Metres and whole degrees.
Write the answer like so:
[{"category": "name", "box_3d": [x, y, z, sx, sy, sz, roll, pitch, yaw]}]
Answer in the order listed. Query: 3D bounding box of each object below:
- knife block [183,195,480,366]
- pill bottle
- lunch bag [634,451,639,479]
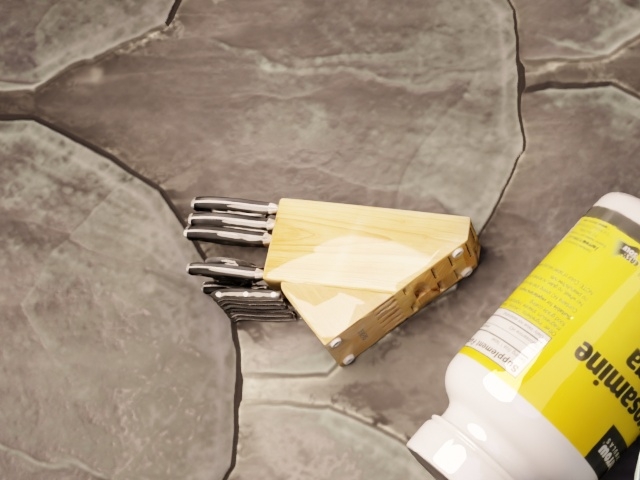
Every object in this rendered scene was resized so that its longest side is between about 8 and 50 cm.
[{"category": "knife block", "box_3d": [0.000, 0.000, 1.915, 0.276, 0.088, 0.242, -36, 67, -2]}, {"category": "pill bottle", "box_3d": [0.248, 0.129, 1.757, 0.188, 0.188, 0.334, 40, 83, 23]}, {"category": "lunch bag", "box_3d": [0.413, 0.285, 1.641, 0.262, 0.223, 0.160, 19, 80, 17]}]
